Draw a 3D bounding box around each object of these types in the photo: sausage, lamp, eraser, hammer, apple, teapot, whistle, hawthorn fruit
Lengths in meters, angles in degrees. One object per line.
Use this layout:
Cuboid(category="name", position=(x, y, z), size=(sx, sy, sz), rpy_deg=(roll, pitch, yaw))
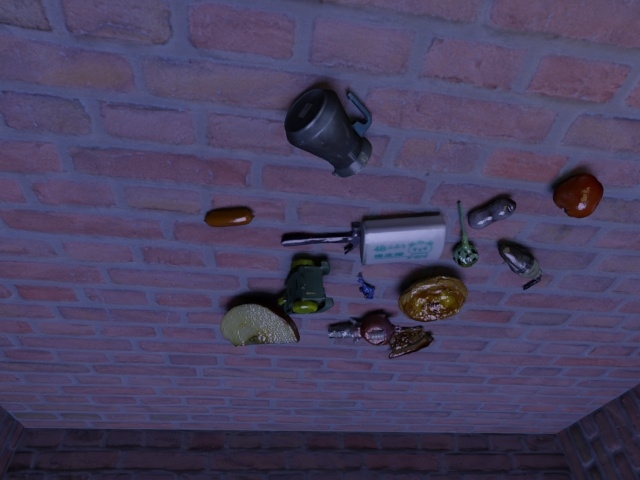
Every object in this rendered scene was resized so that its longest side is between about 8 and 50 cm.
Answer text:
Cuboid(category="sausage", position=(-0.312, -0.076, 1.380), size=(0.182, 0.054, 0.062), rpy_deg=(-2, 109, 3))
Cuboid(category="lamp", position=(0.773, 0.083, 1.571), size=(0.250, 0.101, 0.101), rpy_deg=(29, 129, -26))
Cuboid(category="eraser", position=(0.288, 0.001, 1.459), size=(0.289, 0.104, 0.189), rpy_deg=(-4, 133, 1))
Cuboid(category="hammer", position=(0.000, 0.000, 1.488), size=(0.289, 0.037, 0.137), rpy_deg=(-3, 136, 0))
Cuboid(category="apple", position=(-0.256, 0.365, 1.761), size=(0.345, 0.180, 0.254), rpy_deg=(-7, 154, 18))
Cuboid(category="teapot", position=(0.037, -0.295, 1.099), size=(0.225, 0.171, 0.203), rpy_deg=(34, 96, -41))
Cuboid(category="whistle", position=(0.202, 0.419, 1.891), size=(0.345, 0.134, 0.142), rpy_deg=(-8, 123, 18))
Cuboid(category="hawthorn fruit", position=(0.837, -0.146, 1.309), size=(0.132, 0.133, 0.138), rpy_deg=(18, 123, -21))

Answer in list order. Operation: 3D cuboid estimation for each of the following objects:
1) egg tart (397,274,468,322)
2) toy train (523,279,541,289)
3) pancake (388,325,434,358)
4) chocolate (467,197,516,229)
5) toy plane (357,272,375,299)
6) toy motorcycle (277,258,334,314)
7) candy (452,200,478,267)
Cuboid(category="egg tart", position=(0.464, 0.228, 1.702), size=(0.289, 0.116, 0.291), rpy_deg=(-1, 135, -2))
Cuboid(category="toy train", position=(0.906, 0.187, 1.749), size=(0.017, 0.017, 0.083), rpy_deg=(24, 131, -23))
Cuboid(category="pancake", position=(0.460, 0.520, 2.057), size=(0.212, 0.056, 0.258), rpy_deg=(1, 137, -4))
Cuboid(category="chocolate", position=(0.587, -0.092, 1.394), size=(0.166, 0.072, 0.072), rpy_deg=(-30, 131, 27))
Cuboid(category="toy plane", position=(0.192, 0.199, 1.709), size=(0.062, 0.054, 0.167), rpy_deg=(-37, 133, 0))
Cuboid(category="toy motorcycle", position=(-0.049, 0.214, 1.634), size=(0.199, 0.192, 0.326), rpy_deg=(3, 156, -17))
Cuboid(category="candy", position=(0.516, -0.020, 1.483), size=(0.091, 0.083, 0.306), rpy_deg=(-4, 131, 26))
